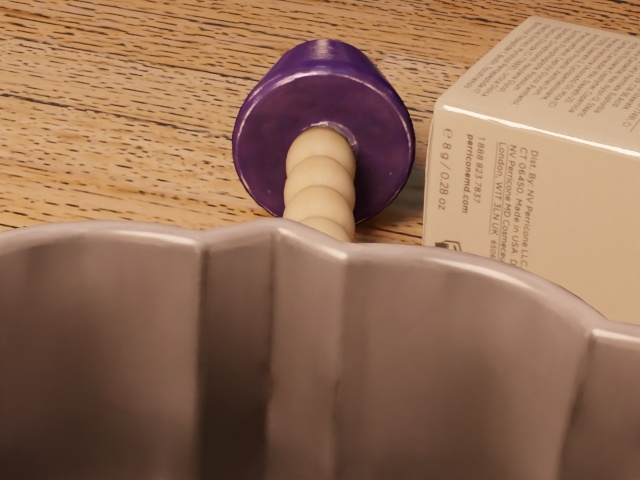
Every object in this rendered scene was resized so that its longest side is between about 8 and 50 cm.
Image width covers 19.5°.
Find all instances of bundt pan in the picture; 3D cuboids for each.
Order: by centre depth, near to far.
[{"bbox_3d":[-0.032,0.124,0.424,0.331,0.124,0.331,2,28,-1],"label":"bundt pan"}]

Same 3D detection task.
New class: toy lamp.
[{"bbox_3d":[0.000,0.000,0.706,0.080,0.080,0.274,3,31,0],"label":"toy lamp"}]

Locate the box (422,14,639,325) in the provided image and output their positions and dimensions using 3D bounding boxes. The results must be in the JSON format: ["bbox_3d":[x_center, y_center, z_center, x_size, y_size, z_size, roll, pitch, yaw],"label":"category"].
[{"bbox_3d":[0.183,-0.002,0.702,0.275,0.094,0.113,16,32,23],"label":"box"}]
